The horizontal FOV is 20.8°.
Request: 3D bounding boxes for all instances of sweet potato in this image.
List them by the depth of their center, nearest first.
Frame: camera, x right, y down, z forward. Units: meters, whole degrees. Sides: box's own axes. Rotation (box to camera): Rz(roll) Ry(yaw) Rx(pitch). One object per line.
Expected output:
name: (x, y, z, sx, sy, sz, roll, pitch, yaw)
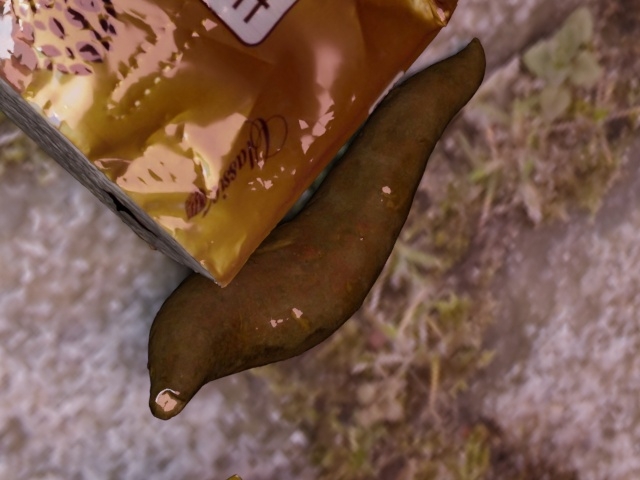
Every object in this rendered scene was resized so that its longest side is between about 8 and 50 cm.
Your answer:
sweet potato: (0.002, 0.000, 0.800, 0.249, 0.059, 0.069, -44, 135, -26)

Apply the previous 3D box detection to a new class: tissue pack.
tissue pack: (-0.043, -0.125, 0.738, 0.226, 0.092, 0.183, -49, 116, -9)

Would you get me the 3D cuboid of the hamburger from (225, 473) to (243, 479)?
hamburger: (-0.056, 0.247, 0.715, 0.291, 0.225, 0.291, -4, 97, -33)
